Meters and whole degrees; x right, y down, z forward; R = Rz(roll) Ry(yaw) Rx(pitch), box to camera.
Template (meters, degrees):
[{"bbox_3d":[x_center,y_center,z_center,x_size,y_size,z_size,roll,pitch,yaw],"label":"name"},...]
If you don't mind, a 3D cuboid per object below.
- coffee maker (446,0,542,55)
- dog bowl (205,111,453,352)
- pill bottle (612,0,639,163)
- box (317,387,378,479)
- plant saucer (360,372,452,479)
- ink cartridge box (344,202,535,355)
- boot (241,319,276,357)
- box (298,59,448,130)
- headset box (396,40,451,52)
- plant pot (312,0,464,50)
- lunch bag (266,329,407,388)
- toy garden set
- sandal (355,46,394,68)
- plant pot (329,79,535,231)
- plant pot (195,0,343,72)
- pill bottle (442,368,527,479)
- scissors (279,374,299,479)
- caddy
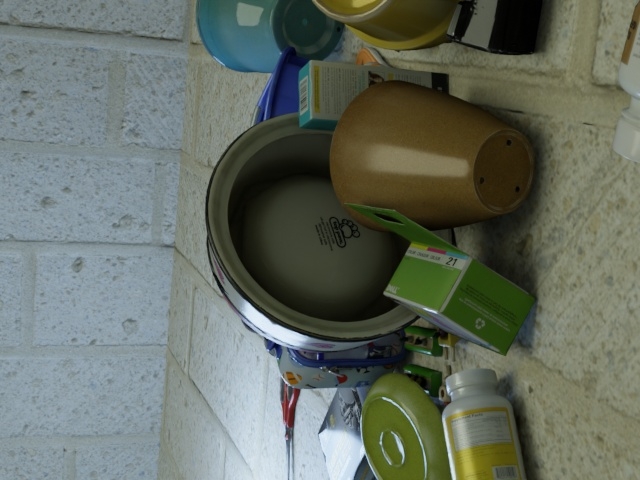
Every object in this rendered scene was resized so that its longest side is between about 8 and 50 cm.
[{"bbox_3d":[0.258,-0.346,1.401,0.171,0.120,0.178,-135,49,-63],"label":"coffee maker"},{"bbox_3d":[0.000,0.000,1.662,0.150,0.408,0.408,122,144,-58],"label":"dog bowl"},{"bbox_3d":[0.377,-0.192,1.042,0.131,0.131,0.229,-127,43,-60],"label":"pill bottle"},{"bbox_3d":[0.068,0.375,1.951,0.183,0.056,0.231,-108,28,-42],"label":"box"},{"bbox_3d":[0.134,0.341,1.699,0.241,0.037,0.241,30,126,52],"label":"plant saucer"},{"bbox_3d":[0.147,0.050,1.457,0.097,0.255,0.189,-61,20,-5],"label":"ink cartridge box"},{"bbox_3d":[-0.115,0.125,2.389,0.263,0.091,0.229,42,138,51],"label":"boot"},{"bbox_3d":[0.088,-0.229,1.673,0.060,0.244,0.100,156,115,-68],"label":"box"},{"bbox_3d":[0.151,-0.467,1.719,0.218,0.110,0.293,-133,49,-62],"label":"headset box"},{"bbox_3d":[0.097,-0.405,1.498,0.254,0.239,0.254,6,104,26],"label":"plant pot"},{"bbox_3d":[0.017,0.128,1.841,0.115,0.243,0.303,115,151,-47],"label":"lunch bag"},{"bbox_3d":[0.175,0.204,1.680,0.204,0.049,0.244,-179,90,-70],"label":"toy garden set"},{"bbox_3d":[0.090,-0.291,1.921,0.265,0.076,0.102,-121,37,-56],"label":"sandal"},{"bbox_3d":[0.179,-0.113,1.487,0.254,0.237,0.237,14,102,56],"label":"plant pot"},{"bbox_3d":[-0.092,-0.480,2.204,0.255,0.272,0.271,27,115,52],"label":"plant pot"},{"bbox_3d":[0.229,0.281,1.447,0.103,0.103,0.184,127,140,-58],"label":"pill bottle"},{"bbox_3d":[-0.077,0.441,2.405,0.109,0.021,0.297,-162,74,-67],"label":"scissors"},{"bbox_3d":[-0.054,-0.213,2.047,0.241,0.179,0.341,-62,-18,-70],"label":"caddy"}]
